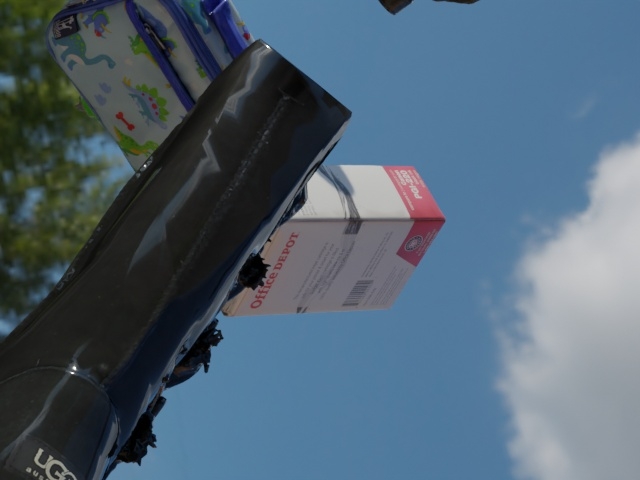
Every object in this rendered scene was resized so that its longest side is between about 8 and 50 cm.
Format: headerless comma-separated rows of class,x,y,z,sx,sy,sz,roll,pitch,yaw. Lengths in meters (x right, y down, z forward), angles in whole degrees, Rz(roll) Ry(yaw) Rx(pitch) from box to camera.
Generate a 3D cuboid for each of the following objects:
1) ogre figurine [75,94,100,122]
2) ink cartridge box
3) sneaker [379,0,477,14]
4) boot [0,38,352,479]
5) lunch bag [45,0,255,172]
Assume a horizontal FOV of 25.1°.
ogre figurine,-0.192,-0.179,1.580,0.197,0.118,0.096,-50,-151,46
ink cartridge box,0.000,0.000,1.566,0.092,0.218,0.158,62,-41,34
sneaker,0.064,-0.249,1.146,0.089,0.051,0.170,-32,-92,18
boot,-0.187,0.087,1.010,0.146,0.445,0.367,43,-42,-19
lunch bag,-0.130,-0.145,1.294,0.176,0.090,0.219,-7,-55,39
